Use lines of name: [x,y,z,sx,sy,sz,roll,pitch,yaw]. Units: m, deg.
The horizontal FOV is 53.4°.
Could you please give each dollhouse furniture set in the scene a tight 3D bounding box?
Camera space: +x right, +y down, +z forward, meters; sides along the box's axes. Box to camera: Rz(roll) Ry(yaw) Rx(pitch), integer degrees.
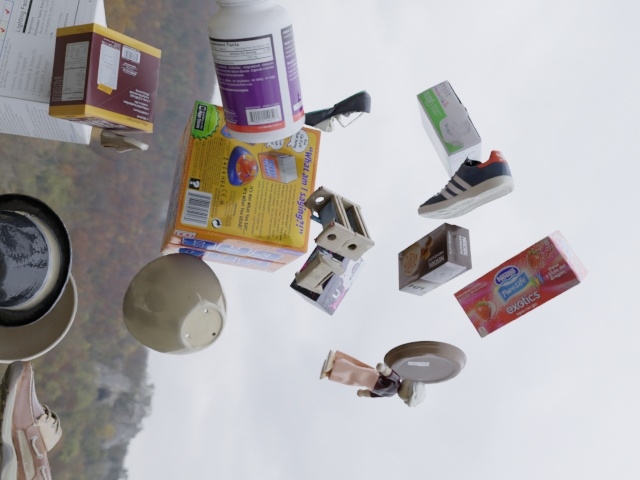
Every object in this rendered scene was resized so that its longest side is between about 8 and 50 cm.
dollhouse furniture set: [0.000,0.000,1.427,0.183,0.129,0.129,-44,-139,26]

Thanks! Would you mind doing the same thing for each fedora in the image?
fedora: [-0.721,0.035,1.395,0.152,0.334,0.334,26,70,-70]

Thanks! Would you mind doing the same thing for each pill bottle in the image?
pill bottle: [-0.140,-0.387,1.382,0.181,0.181,0.323,-118,-162,-60]

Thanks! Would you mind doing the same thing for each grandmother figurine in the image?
grandmother figurine: [0.178,0.446,2.039,0.208,0.342,0.104,114,-5,-59]

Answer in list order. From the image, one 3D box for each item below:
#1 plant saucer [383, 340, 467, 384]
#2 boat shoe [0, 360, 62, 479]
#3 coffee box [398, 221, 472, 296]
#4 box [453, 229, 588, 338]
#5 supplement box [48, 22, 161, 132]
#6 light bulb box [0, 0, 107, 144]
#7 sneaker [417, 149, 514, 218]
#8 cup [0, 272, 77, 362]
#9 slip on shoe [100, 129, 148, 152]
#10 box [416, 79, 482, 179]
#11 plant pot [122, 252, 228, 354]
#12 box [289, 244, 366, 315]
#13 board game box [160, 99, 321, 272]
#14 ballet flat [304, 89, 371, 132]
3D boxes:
plant saucer: [0.349,0.415,2.125,0.278,0.278,0.041,124,-24,-49]
boat shoe: [-0.596,0.383,1.307,0.123,0.116,0.324,49,-48,51]
coffee box: [0.352,0.063,1.985,0.246,0.098,0.141,-38,-138,51]
box: [0.526,0.114,1.673,0.300,0.154,0.142,-37,-102,29]
supplement box: [-0.481,-0.355,1.429,0.129,0.191,0.194,6,-90,33]
light bulb box: [-0.754,-0.465,1.602,0.225,0.361,0.358,129,-33,-68]
sneaker: [0.446,-0.174,1.997,0.350,0.131,0.148,-23,-114,43]
cup: [-0.905,0.166,1.827,0.237,0.331,0.331,4,-96,50]
slip on shoe: [-0.457,-0.222,1.475,0.051,0.135,0.041,11,97,-69]
box: [0.450,-0.376,2.200,0.262,0.126,0.231,67,7,19]
plant pot: [-0.362,0.196,1.717,0.191,0.284,0.284,26,-73,48]
box: [0.033,0.129,2.381,0.142,0.163,0.247,28,-101,34]
board game box: [-0.236,-0.132,1.826,0.356,0.356,0.356,148,-49,-67]
ballet flat: [0.035,-0.304,1.561,0.203,0.074,0.074,-15,-121,26]
